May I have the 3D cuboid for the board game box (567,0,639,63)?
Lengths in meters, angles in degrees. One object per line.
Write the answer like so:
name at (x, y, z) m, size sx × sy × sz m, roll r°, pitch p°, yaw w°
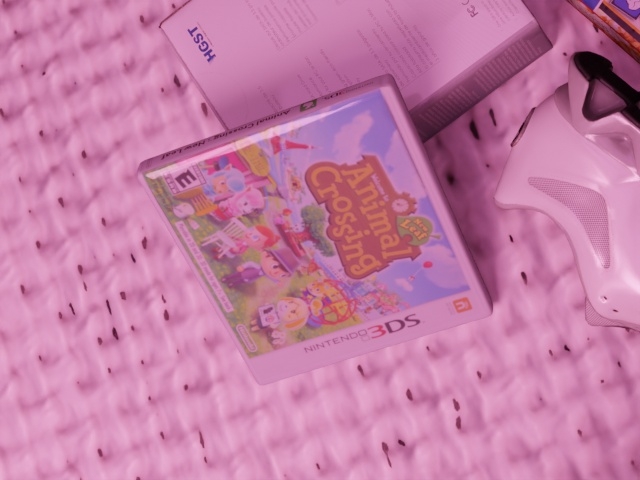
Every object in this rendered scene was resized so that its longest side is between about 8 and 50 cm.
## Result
board game box at (0.270, -0.192, 1.036) m, size 0.193 × 0.045 × 0.147 m, roll 45°, pitch 98°, yaw 15°

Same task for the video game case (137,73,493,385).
video game case at (0.000, 0.000, 1.041) m, size 0.193 × 0.023 × 0.212 m, roll -18°, pitch 122°, yaw 14°

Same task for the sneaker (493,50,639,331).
sneaker at (0.264, 0.027, 0.995) m, size 0.330 × 0.122 × 0.146 m, roll 43°, pitch 115°, yaw 15°

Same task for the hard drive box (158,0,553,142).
hard drive box at (0.026, -0.154, 1.082) m, size 0.232 × 0.089 × 0.181 m, roll -35°, pitch 77°, yaw 11°
